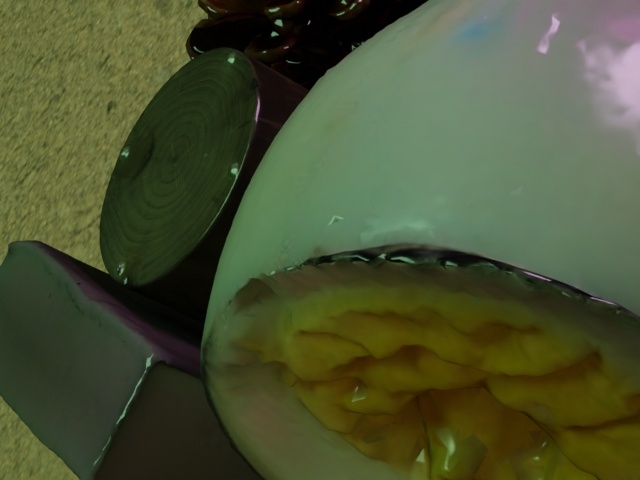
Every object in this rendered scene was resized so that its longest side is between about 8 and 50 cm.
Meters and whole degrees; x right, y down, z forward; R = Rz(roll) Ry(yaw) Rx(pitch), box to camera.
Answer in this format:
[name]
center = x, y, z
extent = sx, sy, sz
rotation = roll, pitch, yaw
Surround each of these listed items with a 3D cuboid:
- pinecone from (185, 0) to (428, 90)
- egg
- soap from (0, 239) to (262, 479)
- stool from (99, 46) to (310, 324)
[pinecone]
center = 0.008, -0.181, 1.516
extent = 0.264, 0.264, 0.264
rotation = -35, 40, 37
[egg]
center = 0.144, -0.006, 1.115
extent = 0.354, 0.354, 0.340
rotation = -22, 35, 47
[soap]
center = -0.070, 0.122, 1.364
extent = 0.107, 0.296, 0.285
rotation = -61, 29, 2
[stool]
center = 0.000, 0.000, 1.381
extent = 0.179, 0.264, 0.179
rotation = -36, 39, 37
